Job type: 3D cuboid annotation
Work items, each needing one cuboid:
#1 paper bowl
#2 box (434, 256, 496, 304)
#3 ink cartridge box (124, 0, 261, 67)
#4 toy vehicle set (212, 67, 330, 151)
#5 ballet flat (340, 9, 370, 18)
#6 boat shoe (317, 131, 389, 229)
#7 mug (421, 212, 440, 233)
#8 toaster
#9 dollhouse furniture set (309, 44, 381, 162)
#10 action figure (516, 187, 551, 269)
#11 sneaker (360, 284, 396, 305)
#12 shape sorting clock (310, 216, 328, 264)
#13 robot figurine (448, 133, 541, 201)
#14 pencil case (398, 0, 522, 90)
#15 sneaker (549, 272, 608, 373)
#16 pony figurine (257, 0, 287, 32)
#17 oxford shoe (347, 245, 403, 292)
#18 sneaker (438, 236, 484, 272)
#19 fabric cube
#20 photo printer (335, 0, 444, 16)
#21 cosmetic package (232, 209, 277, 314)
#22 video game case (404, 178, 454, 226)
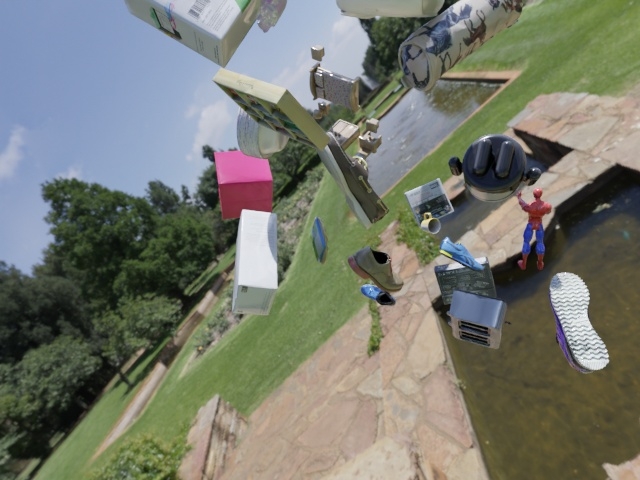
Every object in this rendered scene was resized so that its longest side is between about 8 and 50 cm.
[{"bbox_3d":[-0.202,-0.456,1.583,0.284,0.148,0.284,13,-90,-81],"label":"paper bowl"},{"bbox_3d":[0.644,0.182,1.817,0.231,0.183,0.056,-14,22,24],"label":"box"},{"bbox_3d":[-0.314,-0.602,1.011,0.201,0.278,0.117,-62,5,-13],"label":"ink cartridge box"},{"bbox_3d":[-0.112,-0.292,0.904,0.267,0.166,0.035,34,88,41],"label":"toy vehicle set"},{"bbox_3d":[0.218,-1.003,1.678,0.400,0.139,0.139,-59,15,-25],"label":"ballet flat"},{"bbox_3d":[0.094,-0.177,1.160,0.096,0.324,0.116,-34,29,-1],"label":"boat shoe"},{"bbox_3d":[0.441,-0.066,1.644,0.064,0.062,0.078,7,81,69],"label":"mug"},{"bbox_3d":[0.502,0.248,1.290,0.185,0.168,0.110,12,60,28],"label":"toaster"},{"bbox_3d":[0.066,-0.495,1.536,0.174,0.303,0.355,-49,-27,-23],"label":"dollhouse furniture set"},{"bbox_3d":[0.694,-0.057,1.336,0.091,0.280,0.139,0,33,17],"label":"action figure"},{"bbox_3d":[0.225,0.215,1.615,0.058,0.152,0.084,-62,-20,-4],"label":"sneaker"},{"bbox_3d":[0.000,0.000,1.756,0.040,0.206,0.206,-6,-1,-18],"label":"shape sorting clock"},{"bbox_3d":[0.515,-0.209,1.220,0.173,0.209,0.278,-40,-19,13],"label":"robot figurine"},{"bbox_3d":[0.423,-0.631,1.253,0.410,0.160,0.183,-38,-13,-8],"label":"pencil case"},{"bbox_3d":[0.732,0.245,1.199,0.102,0.146,0.293,-5,59,13],"label":"sneaker"},{"bbox_3d":[-0.181,-1.017,1.513,0.351,0.303,0.363,-54,32,-5],"label":"pony figurine"},{"bbox_3d":[0.276,0.129,1.774,0.130,0.348,0.123,-42,45,23],"label":"oxford shoe"},{"bbox_3d":[0.581,0.059,1.648,0.082,0.209,0.069,-62,4,-3],"label":"sneaker"},{"bbox_3d":[-0.393,-0.288,2.093,0.259,0.258,0.254,99,158,-50],"label":"fabric cube"},{"bbox_3d":[0.193,-0.680,1.126,0.307,0.256,0.107,-47,-33,-53],"label":"photo printer"},{"bbox_3d":[-0.268,0.087,1.671,0.217,0.156,0.385,114,156,-49],"label":"cosmetic package"},{"bbox_3d":[0.509,-0.177,1.912,0.190,0.173,0.022,-24,-1,-12],"label":"video game case"}]
